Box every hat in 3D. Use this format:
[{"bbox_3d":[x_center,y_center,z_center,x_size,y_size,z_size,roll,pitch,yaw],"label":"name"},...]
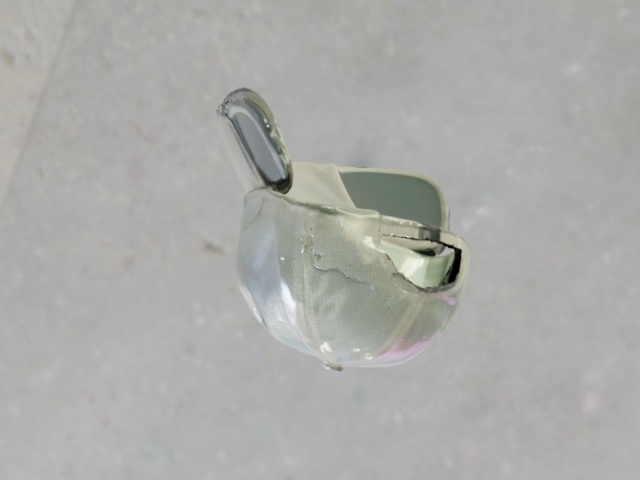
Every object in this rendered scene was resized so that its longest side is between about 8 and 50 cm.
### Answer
[{"bbox_3d":[-0.002,-0.007,1.404,0.161,0.275,0.232,-50,137,12],"label":"hat"}]
